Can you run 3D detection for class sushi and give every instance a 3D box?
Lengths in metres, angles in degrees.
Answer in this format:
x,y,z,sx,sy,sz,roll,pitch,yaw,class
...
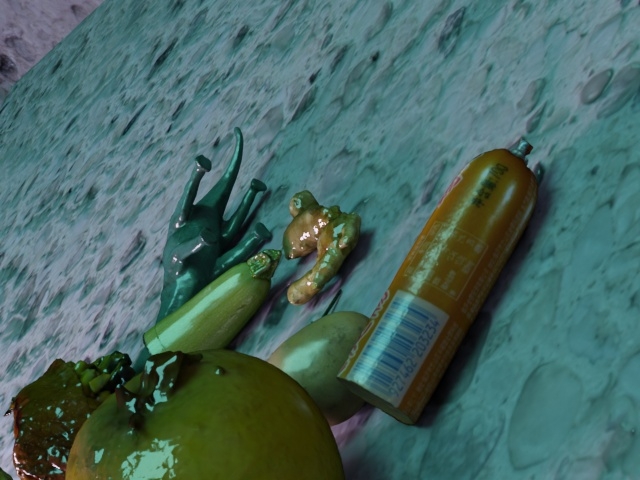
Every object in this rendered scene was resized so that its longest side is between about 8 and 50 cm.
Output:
x,y,z,sx,sy,sz,roll,pitch,yaw,class
-0.327,0.247,1.947,0.296,0.179,0.167,-164,65,-77,sushi

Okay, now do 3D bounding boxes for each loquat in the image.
x,y,z,sx,sy,sz,roll,pitch,yaw,class
-0.108,0.229,1.396,0.275,0.275,0.275,-43,24,25,loquat

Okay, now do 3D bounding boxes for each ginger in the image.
x,y,z,sx,sy,sz,roll,pitch,yaw,class
0.000,0.000,1.816,0.176,0.052,0.193,-30,40,46,ginger

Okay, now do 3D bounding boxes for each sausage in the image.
x,y,z,sx,sy,sz,roll,pitch,yaw,class
0.130,0.028,1.457,0.312,0.093,0.093,-59,23,-14,sausage

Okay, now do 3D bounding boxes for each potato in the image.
x,y,z,sx,sy,sz,roll,pitch,yaw,class
0.004,0.137,1.538,0.147,0.112,0.112,-43,23,7,potato

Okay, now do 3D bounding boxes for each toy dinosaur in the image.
x,y,z,sx,sy,sz,roll,pitch,yaw,class
-0.209,0.051,2.117,0.331,0.129,0.383,-52,19,28,toy dinosaur

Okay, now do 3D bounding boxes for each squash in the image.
x,y,z,sx,sy,sz,roll,pitch,yaw,class
-0.127,0.087,1.890,0.224,0.094,0.094,-43,24,15,squash

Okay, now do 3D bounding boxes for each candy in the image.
x,y,z,sx,sy,sz,roll,pitch,yaw,class
-0.009,0.103,1.713,0.123,0.035,0.035,-54,24,-22,candy

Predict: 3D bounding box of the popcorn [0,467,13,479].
x,y,z,sx,sy,sz,roll,pitch,yaw,class
-0.500,0.410,2.019,0.251,0.206,0.237,-19,20,27,popcorn
